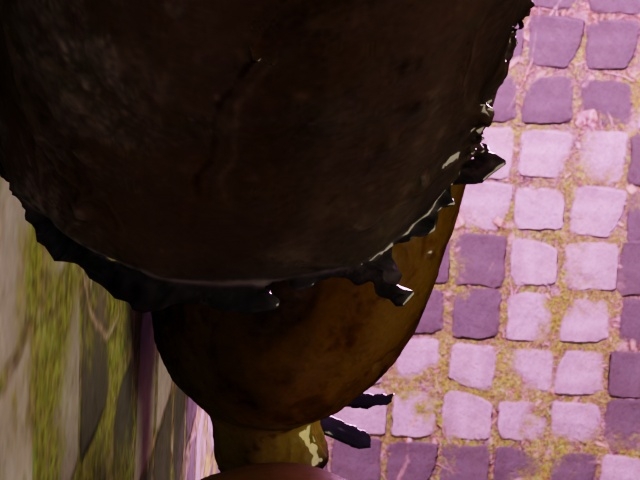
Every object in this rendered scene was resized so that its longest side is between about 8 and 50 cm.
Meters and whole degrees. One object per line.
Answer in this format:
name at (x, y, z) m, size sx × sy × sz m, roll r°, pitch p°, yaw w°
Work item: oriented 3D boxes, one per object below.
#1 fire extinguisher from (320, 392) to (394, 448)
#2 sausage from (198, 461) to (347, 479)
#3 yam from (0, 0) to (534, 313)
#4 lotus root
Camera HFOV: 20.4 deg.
fire extinguisher at (0.000, 0.000, 1.035) m, size 0.114 × 0.135 × 0.337 m, roll -72°, pitch 177°, yaw -45°
sausage at (-0.027, 0.153, 0.705) m, size 0.116 × 0.134 × 0.354 m, roll 52°, pitch -10°, yaw 13°
yam at (-0.001, -0.102, 0.327) m, size 0.279 × 0.131 × 0.131 m, roll 105°, pitch -9°, yaw -54°
lotus root at (-0.008, -0.022, 0.805) m, size 0.169 × 0.141 × 0.314 m, roll -63°, pitch 167°, yaw -79°
